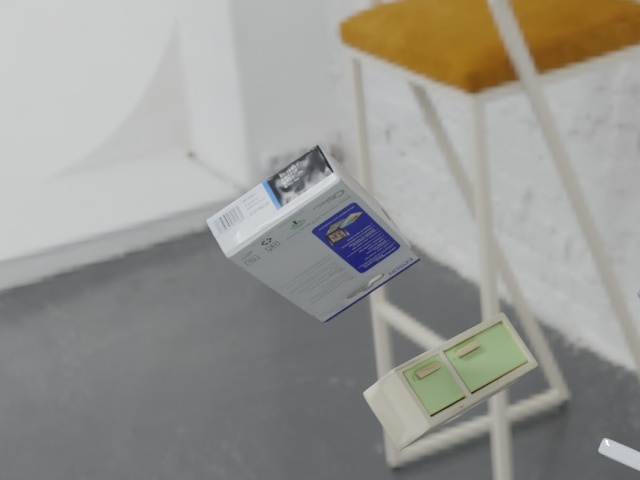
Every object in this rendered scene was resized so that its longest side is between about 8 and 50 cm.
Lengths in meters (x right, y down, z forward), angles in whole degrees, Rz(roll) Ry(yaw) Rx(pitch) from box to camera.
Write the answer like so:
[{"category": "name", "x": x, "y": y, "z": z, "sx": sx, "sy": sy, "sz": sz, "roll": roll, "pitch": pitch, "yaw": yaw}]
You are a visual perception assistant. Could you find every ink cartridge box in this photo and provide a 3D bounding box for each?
[{"category": "ink cartridge box", "x": 0.000, "y": 0.000, "z": 1.871, "sx": 0.165, "sy": 0.333, "sz": 0.065, "roll": -34, "pitch": 64, "yaw": 7}]

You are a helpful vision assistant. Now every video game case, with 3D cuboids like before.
[{"category": "video game case", "x": 0.357, "y": 0.232, "z": 1.399, "sx": 0.143, "sy": 0.019, "sz": 0.157, "roll": 26, "pitch": -3, "yaw": -40}]

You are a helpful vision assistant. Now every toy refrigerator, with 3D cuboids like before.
[{"category": "toy refrigerator", "x": 0.200, "y": 0.205, "z": 2.253, "sx": 0.269, "sy": 0.102, "sz": 0.094, "roll": -22, "pitch": -16, "yaw": -43}]

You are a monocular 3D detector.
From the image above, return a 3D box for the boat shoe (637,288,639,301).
[{"category": "boat shoe", "x": 0.538, "y": -0.003, "z": 1.858, "sx": 0.103, "sy": 0.320, "sz": 0.118, "roll": 49, "pitch": 10, "yaw": 22}]
